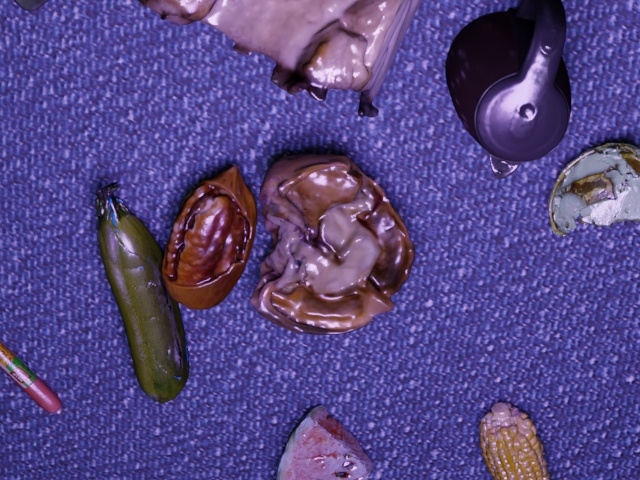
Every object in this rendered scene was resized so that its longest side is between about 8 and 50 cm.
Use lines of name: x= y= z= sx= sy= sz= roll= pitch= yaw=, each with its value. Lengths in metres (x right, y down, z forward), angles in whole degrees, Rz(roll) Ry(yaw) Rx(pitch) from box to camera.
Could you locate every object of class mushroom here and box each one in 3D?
mushroom: x=0.007 y=-0.379 z=1.295 sx=0.314 sy=0.224 sz=0.397 roll=29 pitch=105 yaw=5

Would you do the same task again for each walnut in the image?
walnut: x=-0.141 y=-0.003 z=1.494 sx=0.116 sy=0.116 sz=0.207 roll=20 pitch=109 yaw=-6
walnut: x=0.011 y=-0.004 z=1.476 sx=0.204 sy=0.141 sz=0.238 roll=1 pitch=113 yaw=-12

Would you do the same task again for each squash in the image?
squash: x=-0.238 y=0.071 z=1.544 sx=0.087 sy=0.087 sz=0.331 roll=-11 pitch=114 yaw=7

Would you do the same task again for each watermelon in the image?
watermelon: x=0.004 y=0.326 z=1.659 sx=0.139 sy=0.071 sz=0.187 roll=9 pitch=105 yaw=-9

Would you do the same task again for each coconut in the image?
coconut: x=0.370 y=-0.068 z=1.475 sx=0.158 sy=0.055 sz=0.133 roll=2 pitch=112 yaw=0

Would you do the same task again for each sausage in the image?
sausage: x=-0.443 y=0.168 z=1.625 sx=0.029 sy=0.029 sz=0.223 roll=-37 pitch=107 yaw=16

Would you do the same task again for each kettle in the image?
kettle: x=0.234 y=-0.191 z=1.331 sx=0.144 sy=0.232 sz=0.202 roll=19 pitch=112 yaw=-7

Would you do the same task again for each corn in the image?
corn: x=0.295 y=0.357 z=1.648 sx=0.086 sy=0.086 sz=0.288 roll=-17 pitch=113 yaw=10

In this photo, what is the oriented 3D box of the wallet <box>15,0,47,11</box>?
wallet: x=-0.325 y=-0.348 z=1.402 sx=0.157 sy=0.018 sz=0.082 roll=-34 pitch=107 yaw=15
